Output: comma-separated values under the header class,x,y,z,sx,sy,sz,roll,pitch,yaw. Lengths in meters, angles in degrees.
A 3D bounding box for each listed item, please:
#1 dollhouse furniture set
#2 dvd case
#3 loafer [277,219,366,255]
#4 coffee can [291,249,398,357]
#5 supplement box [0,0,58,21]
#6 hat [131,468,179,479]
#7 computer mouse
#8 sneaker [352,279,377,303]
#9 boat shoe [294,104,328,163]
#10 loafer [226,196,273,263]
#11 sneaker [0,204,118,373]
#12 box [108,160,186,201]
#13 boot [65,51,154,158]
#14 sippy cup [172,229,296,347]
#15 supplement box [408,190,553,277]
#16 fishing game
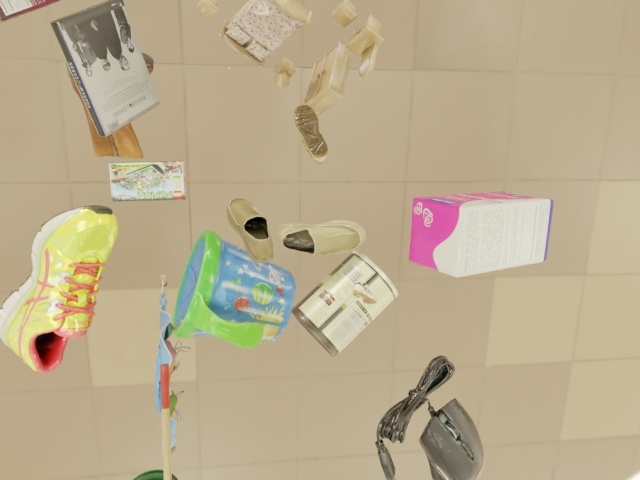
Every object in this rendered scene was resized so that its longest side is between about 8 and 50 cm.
class,x,y,z,sx,sy,sz,roll,pitch,yaw
dollhouse furniture set,-0.086,-0.469,1.305,0.355,0.173,0.303,31,144,-29
dvd case,-0.444,-0.366,1.200,0.030,0.179,0.238,8,128,28
loafer,0.000,0.000,1.684,0.269,0.092,0.102,-2,114,7
coffee can,0.074,0.194,1.750,0.275,0.201,0.201,-43,109,-9
supplement box,-0.510,-0.462,1.019,0.188,0.104,0.081,-33,121,-21
hat,-0.360,0.484,1.027,0.173,0.208,0.183,-34,134,-7
computer mouse,0.176,0.320,0.848,0.184,0.060,0.262,-36,120,-31
sneaker,0.102,0.115,1.261,0.032,0.037,0.083,-15,145,30
boat shoe,-0.021,-0.215,1.159,0.050,0.045,0.135,-13,65,-7
loafer,-0.114,-0.027,0.954,0.056,0.148,0.050,-12,140,-31
sneaker,-0.267,0.056,0.609,0.081,0.094,0.208,3,127,-56
box,-0.498,-0.172,1.646,0.207,0.036,0.114,-3,102,-5
boot,-0.520,-0.341,1.483,0.264,0.096,0.280,0,120,15
sippy cup,-0.183,0.120,1.253,0.224,0.305,0.240,18,143,-19
supplement box,0.265,-0.016,0.935,0.220,0.111,0.114,-8,106,-33
fishing game,-0.173,0.156,0.666,0.041,0.264,0.189,-1,103,-16
